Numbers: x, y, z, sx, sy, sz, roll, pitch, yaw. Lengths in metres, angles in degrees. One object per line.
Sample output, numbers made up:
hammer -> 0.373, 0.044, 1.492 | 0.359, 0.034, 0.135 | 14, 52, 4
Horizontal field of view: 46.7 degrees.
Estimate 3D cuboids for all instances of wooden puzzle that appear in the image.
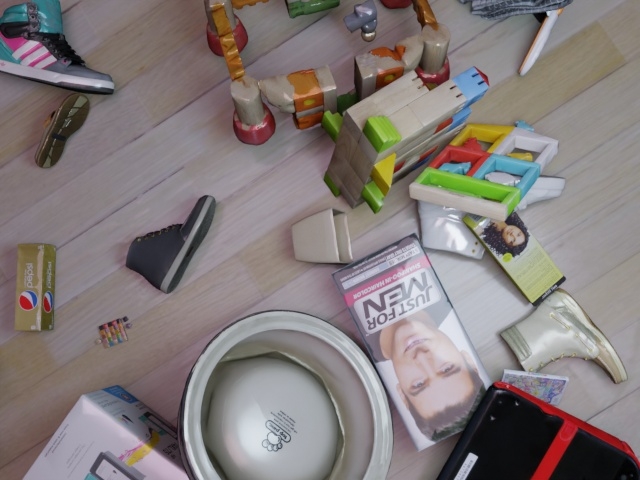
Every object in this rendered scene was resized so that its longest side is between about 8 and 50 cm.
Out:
wooden puzzle -> -0.433, 0.194, 1.554 | 0.083, 0.006, 0.049 | -20, 84, 3

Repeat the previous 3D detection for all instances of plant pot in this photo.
plant pot -> 0.000, 0.000, 1.492 | 0.096, 0.109, 0.109 | -10, 84, 16

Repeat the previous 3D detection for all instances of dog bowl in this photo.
dog bowl -> -0.077, 0.341, 1.357 | 0.408, 0.150, 0.408 | 12, 62, -24

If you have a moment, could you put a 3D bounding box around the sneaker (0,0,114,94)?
sneaker -> -0.560, -0.418, 1.569 | 0.295, 0.124, 0.178 | 15, 96, 7

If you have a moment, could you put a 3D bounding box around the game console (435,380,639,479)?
game console -> 0.378, 0.494, 1.386 | 0.342, 0.060, 0.387 | 27, 96, -2

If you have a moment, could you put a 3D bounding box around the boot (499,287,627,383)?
boot -> 0.471, 0.222, 1.442 | 0.165, 0.077, 0.213 | -37, 78, 0

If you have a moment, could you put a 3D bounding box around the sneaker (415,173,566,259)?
sneaker -> 0.338, -0.048, 1.475 | 0.292, 0.108, 0.169 | -3, 96, 4

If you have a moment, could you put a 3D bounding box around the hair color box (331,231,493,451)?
hair color box -> 0.186, 0.193, 1.450 | 0.185, 0.113, 0.375 | -27, 84, 1

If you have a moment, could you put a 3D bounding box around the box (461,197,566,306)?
box -> 0.372, 0.019, 1.418 | 0.087, 0.058, 0.232 | -43, 117, 4

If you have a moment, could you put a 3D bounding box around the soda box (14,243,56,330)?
soda box -> -0.594, 0.097, 1.549 | 0.058, 0.061, 0.181 | -1, 85, 5

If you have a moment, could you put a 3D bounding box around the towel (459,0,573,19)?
towel -> 0.404, -0.558, 1.430 | 0.121, 0.283, 0.235 | 17, 91, -25

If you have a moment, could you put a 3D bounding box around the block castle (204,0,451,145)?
block castle -> 0.014, -0.385, 1.474 | 0.453, 0.213, 0.303 | -17, 72, -3

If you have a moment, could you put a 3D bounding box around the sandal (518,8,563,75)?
sandal -> 0.443, -0.464, 1.494 | 0.076, 0.102, 0.265 | 27, 89, 4

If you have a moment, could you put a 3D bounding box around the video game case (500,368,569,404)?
video game case -> 0.410, 0.286, 1.442 | 0.122, 0.087, 0.011 | 6, 45, 5

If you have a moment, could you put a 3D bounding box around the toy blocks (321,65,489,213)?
toy blocks -> 0.159, -0.205, 1.390 | 0.261, 0.381, 0.191 | -32, 80, -14

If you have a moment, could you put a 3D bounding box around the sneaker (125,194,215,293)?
sneaker -> -0.310, -0.013, 1.525 | 0.118, 0.083, 0.222 | 29, 89, 7

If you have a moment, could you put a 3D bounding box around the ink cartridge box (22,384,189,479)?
ink cartridge box -> -0.374, 0.444, 1.431 | 0.270, 0.198, 0.197 | 35, 88, 6

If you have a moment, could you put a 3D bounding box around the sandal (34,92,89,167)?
sandal -> -0.560, -0.240, 1.581 | 0.049, 0.072, 0.180 | 32, 92, 28

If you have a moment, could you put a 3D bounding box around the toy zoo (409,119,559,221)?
toy zoo -> 0.324, -0.149, 1.417 | 0.192, 0.030, 0.293 | 17, 45, 31
